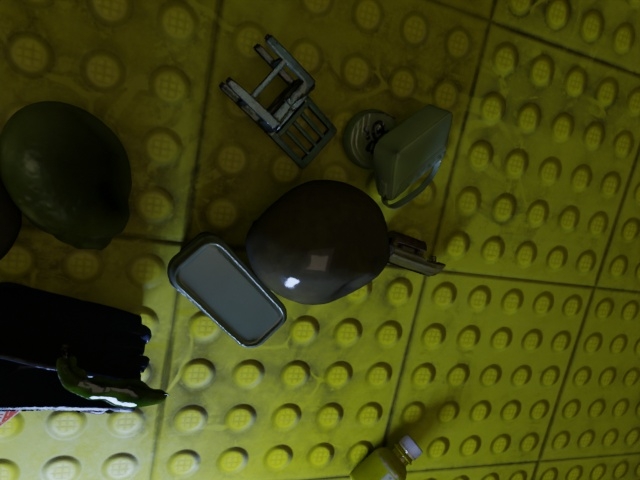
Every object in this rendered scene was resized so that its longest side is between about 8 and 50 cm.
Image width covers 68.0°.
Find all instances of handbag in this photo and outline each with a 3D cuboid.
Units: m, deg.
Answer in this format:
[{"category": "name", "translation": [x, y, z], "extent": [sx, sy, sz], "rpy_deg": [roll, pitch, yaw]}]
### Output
[{"category": "handbag", "translation": [0.223, -0.189, 1.156], "extent": [0.256, 0.079, 0.219], "rpy_deg": [-38, 143, -29]}, {"category": "handbag", "translation": [-0.499, 0.213, 0.914], "extent": [0.329, 0.303, 0.121], "rpy_deg": [17, 98, -24]}]

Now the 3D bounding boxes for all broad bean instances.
[{"category": "broad bean", "translation": [-0.467, -0.120, 0.903], "extent": [0.238, 0.119, 0.291], "rpy_deg": [-54, 136, -42]}, {"category": "broad bean", "translation": [-0.351, 0.243, 0.789], "extent": [0.195, 0.046, 0.061], "rpy_deg": [36, 69, -21]}]

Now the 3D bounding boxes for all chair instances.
[{"category": "chair", "translation": [-0.070, -0.285, 1.023], "extent": [0.136, 0.147, 0.270], "rpy_deg": [-48, 113, -3]}]

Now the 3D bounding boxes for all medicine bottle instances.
[{"category": "medicine bottle", "translation": [0.200, 0.666, 1.394], "extent": [0.212, 0.122, 0.122], "rpy_deg": [-40, 114, -6]}]

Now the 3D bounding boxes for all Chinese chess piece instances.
[{"category": "Chinese chess piece", "translation": [0.125, -0.244, 1.152], "extent": [0.144, 0.058, 0.144], "rpy_deg": [-5, 105, -19]}]

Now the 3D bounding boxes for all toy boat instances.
[{"category": "toy boat", "translation": [0.239, 0.035, 1.266], "extent": [0.226, 0.068, 0.088], "rpy_deg": [18, 92, -23]}]

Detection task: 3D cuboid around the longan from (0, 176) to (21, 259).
[{"category": "longan", "translation": [-0.660, -0.044, 0.833], "extent": [0.246, 0.215, 0.246], "rpy_deg": [0, 81, 3]}]

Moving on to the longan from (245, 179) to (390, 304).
[{"category": "longan", "translation": [0.000, 0.000, 1.030], "extent": [0.350, 0.288, 0.288], "rpy_deg": [-24, 118, -55]}]

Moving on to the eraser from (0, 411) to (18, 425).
[{"category": "eraser", "translation": [-0.707, 0.324, 0.963], "extent": [0.230, 0.038, 0.157], "rpy_deg": [-36, 118, 19]}]

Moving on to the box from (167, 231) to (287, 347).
[{"category": "box", "translation": [-0.214, 0.095, 1.054], "extent": [0.138, 0.178, 0.274], "rpy_deg": [-41, 114, -6]}]
